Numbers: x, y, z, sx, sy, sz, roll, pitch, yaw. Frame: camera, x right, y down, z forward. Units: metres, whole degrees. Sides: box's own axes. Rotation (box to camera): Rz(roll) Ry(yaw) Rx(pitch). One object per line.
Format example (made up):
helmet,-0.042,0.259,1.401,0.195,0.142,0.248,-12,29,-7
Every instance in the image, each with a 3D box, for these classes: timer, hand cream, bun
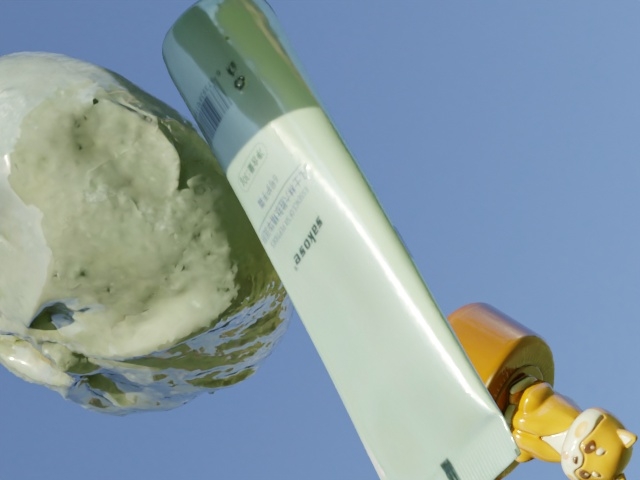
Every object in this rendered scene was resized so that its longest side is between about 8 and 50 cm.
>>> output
timer,0.153,0.128,1.034,0.132,0.152,0.132,-29,-51,-43
hand cream,0.000,0.000,0.775,0.067,0.321,0.109,-9,-30,-34
bun,-0.187,0.009,1.142,0.194,0.354,0.354,-56,-49,-25
